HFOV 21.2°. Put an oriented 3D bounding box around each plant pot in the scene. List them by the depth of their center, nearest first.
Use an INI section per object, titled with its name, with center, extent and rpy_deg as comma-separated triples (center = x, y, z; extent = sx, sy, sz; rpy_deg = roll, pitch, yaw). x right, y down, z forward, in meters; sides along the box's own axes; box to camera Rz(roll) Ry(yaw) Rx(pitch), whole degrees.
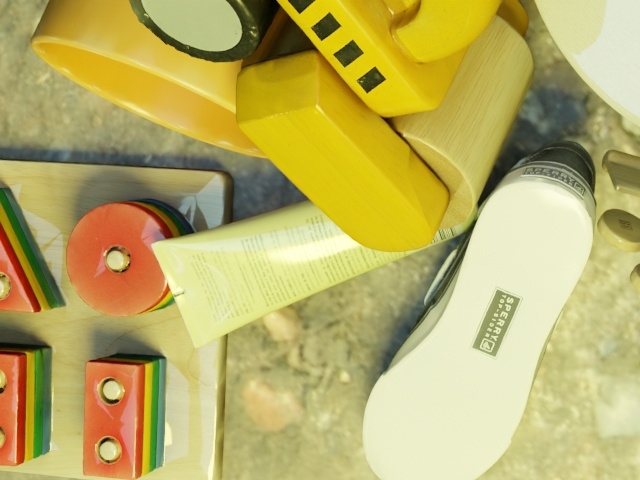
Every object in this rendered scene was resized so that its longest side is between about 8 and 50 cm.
[plant pot]
center = -0.083, -0.187, 1.266
extent = 0.205, 0.205, 0.188
rpy_deg = 21, 83, 14

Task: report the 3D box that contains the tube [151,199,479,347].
[tube]
center = 0.000, 0.000, 1.285
extent = 0.240, 0.062, 0.070
rpy_deg = -21, 70, 3

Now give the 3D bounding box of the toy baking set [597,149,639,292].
[toy baking set]
center = 0.295, 0.023, 1.169
extent = 0.256, 0.197, 0.030
rpy_deg = 30, 127, 9

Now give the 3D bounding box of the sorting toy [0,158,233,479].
[sorting toy]
center = -0.209, 0.066, 1.359
extent = 0.257, 0.089, 0.255
rpy_deg = 4, 94, 16

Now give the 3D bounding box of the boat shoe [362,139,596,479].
[boat shoe]
center = 0.121, 0.058, 1.262
extent = 0.108, 0.102, 0.301
rpy_deg = 24, 121, 6

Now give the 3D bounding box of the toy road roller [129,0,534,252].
[toy road roller]
center = 0.060, -0.161, 1.111
extent = 0.241, 0.329, 0.202
rpy_deg = -6, 48, 44

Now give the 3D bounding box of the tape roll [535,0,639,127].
[tape roll]
center = 0.332, -0.239, 1.198
extent = 0.392, 0.072, 0.392
rpy_deg = 1, 93, 16
